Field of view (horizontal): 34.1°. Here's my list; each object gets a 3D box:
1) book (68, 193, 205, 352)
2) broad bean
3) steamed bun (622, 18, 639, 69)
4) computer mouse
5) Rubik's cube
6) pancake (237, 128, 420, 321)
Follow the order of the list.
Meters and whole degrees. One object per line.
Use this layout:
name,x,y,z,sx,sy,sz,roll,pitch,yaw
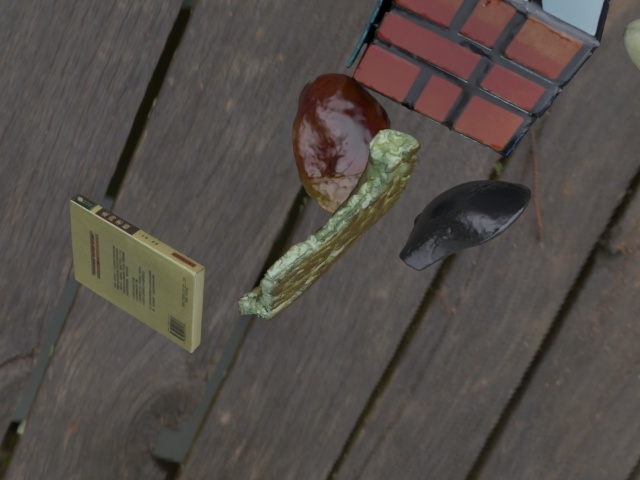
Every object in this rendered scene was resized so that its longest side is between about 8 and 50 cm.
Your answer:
book,-0.260,0.047,1.471,0.231,0.026,0.161,29,136,21
broad bean,0.035,-0.147,1.625,0.156,0.122,0.228,-7,85,-17
steamed bun,0.477,-0.270,1.426,0.112,0.130,0.091,-8,103,42
computer mouse,0.217,-0.041,1.652,0.088,0.147,0.264,47,141,-8
Rubik's cube,0.240,-0.348,1.514,0.294,0.288,0.283,26,146,-7
pancake,-0.003,-0.004,1.194,0.054,0.197,0.376,47,128,9
